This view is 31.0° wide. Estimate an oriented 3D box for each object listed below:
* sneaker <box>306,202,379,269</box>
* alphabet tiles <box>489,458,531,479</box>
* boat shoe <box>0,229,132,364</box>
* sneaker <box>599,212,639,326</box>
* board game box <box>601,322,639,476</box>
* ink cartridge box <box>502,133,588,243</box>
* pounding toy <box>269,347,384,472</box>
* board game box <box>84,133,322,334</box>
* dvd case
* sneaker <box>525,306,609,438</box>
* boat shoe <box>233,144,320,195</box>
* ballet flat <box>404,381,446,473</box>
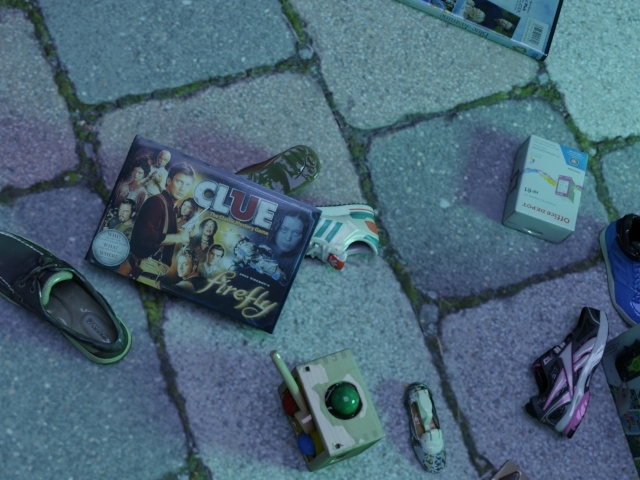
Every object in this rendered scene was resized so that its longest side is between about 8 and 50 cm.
[{"bbox_3d":[0.000,0.000,1.458,0.161,0.057,0.075,-7,66,-19],"label":"sneaker"},{"bbox_3d":[0.276,0.391,1.403,0.198,0.009,0.237,-41,84,-23],"label":"alphabet tiles"},{"bbox_3d":[-0.311,0.056,1.351,0.223,0.073,0.080,40,66,3],"label":"boat shoe"},{"bbox_3d":[0.422,0.038,1.532,0.058,0.084,0.152,-6,71,-16],"label":"sneaker"},{"bbox_3d":[0.469,0.234,1.393,0.098,0.224,0.303,-9,71,-17],"label":"board game box"},{"bbox_3d":[0.304,-0.069,1.562,0.089,0.052,0.122,19,68,-7],"label":"ink cartridge box"},{"bbox_3d":[-0.003,0.190,1.338,0.100,0.141,0.130,-17,74,-19],"label":"pounding toy"},{"bbox_3d":[-0.140,-0.008,1.400,0.243,0.042,0.165,22,91,-5],"label":"board game box"},{"bbox_3d":[0.234,-0.382,1.681,0.253,0.022,0.180,22,65,-5],"label":"dvd case"},{"bbox_3d":[0.312,0.156,1.471,0.077,0.072,0.178,21,60,6],"label":"sneaker"},{"bbox_3d":[-0.084,-0.063,1.462,0.178,0.060,0.064,-28,95,-13],"label":"boat shoe"},{"bbox_3d":[0.130,0.227,1.413,0.041,0.041,0.114,-9,72,-17],"label":"ballet flat"}]
